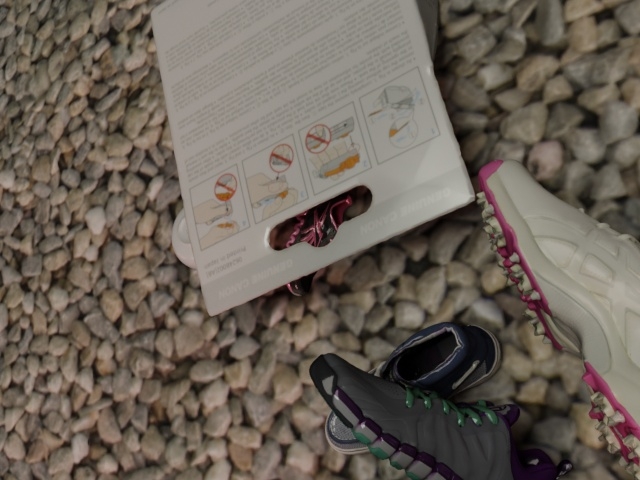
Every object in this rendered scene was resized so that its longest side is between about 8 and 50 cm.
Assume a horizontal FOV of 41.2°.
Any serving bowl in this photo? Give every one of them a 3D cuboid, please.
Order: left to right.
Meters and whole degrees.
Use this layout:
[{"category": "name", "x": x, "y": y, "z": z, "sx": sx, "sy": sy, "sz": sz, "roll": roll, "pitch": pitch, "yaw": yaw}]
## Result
[{"category": "serving bowl", "x": -0.138, "y": -0.010, "z": 0.959, "sx": 0.083, "sy": 0.027, "sz": 0.083, "roll": -10, "pitch": 71, "yaw": 31}]

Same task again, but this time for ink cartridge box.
[{"category": "ink cartridge box", "x": -0.013, "y": -0.146, "z": 0.880, "sx": 0.308, "sy": 0.091, "sz": 0.385, "roll": -25, "pitch": 67, "yaw": 26}]

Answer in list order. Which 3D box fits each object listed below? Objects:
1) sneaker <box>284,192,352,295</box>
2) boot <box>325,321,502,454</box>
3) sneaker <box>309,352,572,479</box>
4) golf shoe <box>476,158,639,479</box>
[{"category": "sneaker", "x": 0.000, "y": 0.000, "z": 0.856, "sx": 0.057, "sy": 0.047, "sz": 0.119, "roll": 13, "pitch": 86, "yaw": 24}, {"category": "boot", "x": 0.063, "y": 0.128, "z": 0.748, "sx": 0.190, "sy": 0.086, "sz": 0.069, "roll": -38, "pitch": 59, "yaw": 20}, {"category": "sneaker", "x": 0.095, "y": 0.143, "z": 0.677, "sx": 0.098, "sy": 0.223, "sz": 0.083, "roll": -48, "pitch": 14, "yaw": 2}, {"category": "golf shoe", "x": 0.233, "y": 0.044, "z": 0.659, "sx": 0.140, "sy": 0.115, "sz": 0.306, "roll": -29, "pitch": 61, "yaw": 3}]
